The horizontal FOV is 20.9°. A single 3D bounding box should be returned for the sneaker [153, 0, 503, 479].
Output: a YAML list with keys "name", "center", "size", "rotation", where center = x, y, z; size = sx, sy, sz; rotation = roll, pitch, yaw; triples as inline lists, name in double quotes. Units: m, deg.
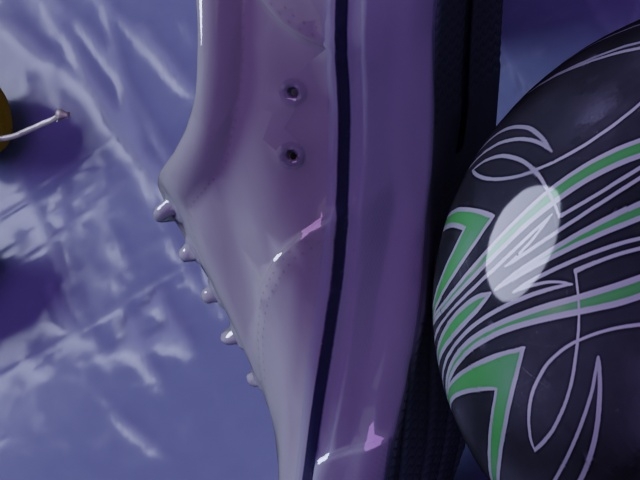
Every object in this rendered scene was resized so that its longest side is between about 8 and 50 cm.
- name: "sneaker"
  center: [0.000, 0.000, 0.526]
  size: [0.091, 0.094, 0.258]
  rotation: [13, 112, 22]

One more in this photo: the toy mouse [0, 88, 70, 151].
- name: "toy mouse"
  center: [-0.179, -0.009, 0.722]
  size: [0.161, 0.031, 0.143]
  rotation: [25, 89, 35]

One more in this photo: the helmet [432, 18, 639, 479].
- name: "helmet"
  center: [0.112, 0.015, 0.456]
  size: [0.169, 0.161, 0.169]
  rotation: [-10, 71, 29]
